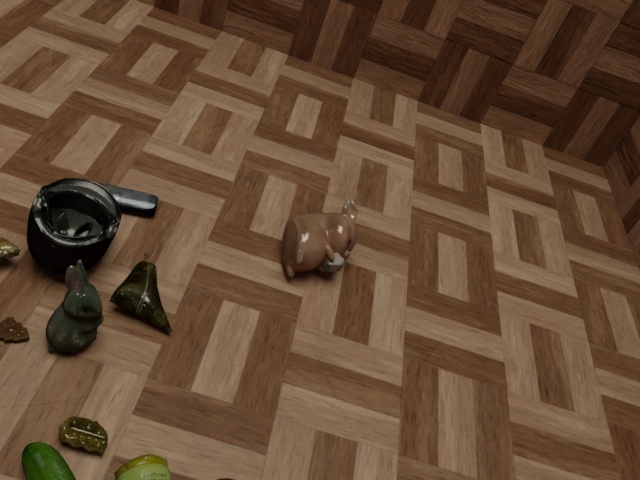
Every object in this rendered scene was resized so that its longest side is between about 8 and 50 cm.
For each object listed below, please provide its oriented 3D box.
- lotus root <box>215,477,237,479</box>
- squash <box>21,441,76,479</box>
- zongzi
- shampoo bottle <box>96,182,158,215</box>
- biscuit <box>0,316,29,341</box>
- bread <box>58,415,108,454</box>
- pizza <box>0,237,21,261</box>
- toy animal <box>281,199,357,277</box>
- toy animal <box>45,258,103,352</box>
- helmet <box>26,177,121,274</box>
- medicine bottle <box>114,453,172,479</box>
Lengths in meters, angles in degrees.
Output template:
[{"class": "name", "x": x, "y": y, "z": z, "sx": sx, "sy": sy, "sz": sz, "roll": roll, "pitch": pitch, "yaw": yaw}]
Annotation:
[{"class": "lotus root", "x": -0.167, "y": 0.579, "z": 1.442, "sx": 0.180, "sy": 0.089, "sz": 0.080, "roll": 21, "pitch": 8, "yaw": 9}, {"class": "squash", "x": -0.525, "y": 0.523, "z": 1.342, "sx": 0.082, "sy": 0.082, "sz": 0.292, "roll": -16, "pitch": 53, "yaw": -38}, {"class": "zongzi", "x": -0.453, "y": 0.147, "z": 1.818, "sx": 0.184, "sy": 0.084, "sz": 0.187, "roll": 33, "pitch": 34, "yaw": -9}, {"class": "shampoo bottle", "x": -0.627, "y": -0.131, "z": 2.066, "sx": 0.234, "sy": 0.049, "sz": 0.087, "roll": 12, "pitch": 42, "yaw": -13}, {"class": "biscuit", "x": -0.756, "y": 0.223, "z": 1.628, "sx": 0.092, "sy": 0.016, "sz": 0.082, "roll": 21, "pitch": 34, "yaw": -4}, {"class": "bread", "x": -0.524, "y": 0.428, "z": 1.471, "sx": 0.111, "sy": 0.060, "sz": 0.066, "roll": 18, "pitch": 69, "yaw": -4}, {"class": "pizza", "x": -0.917, "y": 0.025, "z": 1.745, "sx": 0.227, "sy": 0.069, "sz": 0.147, "roll": -1, "pitch": 23, "yaw": -31}, {"class": "toy animal", "x": 0.004, "y": 0.001, "z": 2.105, "sx": 0.256, "sy": 0.195, "sz": 0.212, "roll": 0, "pitch": 52, "yaw": -29}, {"class": "toy animal", "x": -0.582, "y": 0.162, "z": 1.595, "sx": 0.126, "sy": 0.251, "sz": 0.127, "roll": 14, "pitch": 39, "yaw": -15}, {"class": "helmet", "x": -0.681, "y": -0.026, "z": 1.823, "sx": 0.225, "sy": 0.177, "sz": 0.305, "roll": 21, "pitch": 29, "yaw": -12}, {"class": "medicine bottle", "x": -0.350, "y": 0.558, "z": 1.358, "sx": 0.124, "sy": 0.124, "sz": 0.238, "roll": -2, "pitch": 44, "yaw": -27}]
